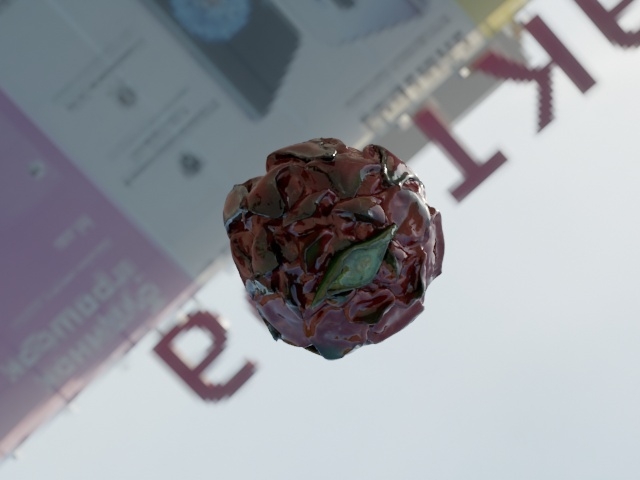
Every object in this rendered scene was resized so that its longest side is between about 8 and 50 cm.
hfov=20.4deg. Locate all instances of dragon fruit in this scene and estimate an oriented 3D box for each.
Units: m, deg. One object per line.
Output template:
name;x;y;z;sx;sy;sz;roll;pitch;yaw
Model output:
dragon fruit;0.000;0.000;1.811;0.234;0.234;0.293;-47;-157;-14
